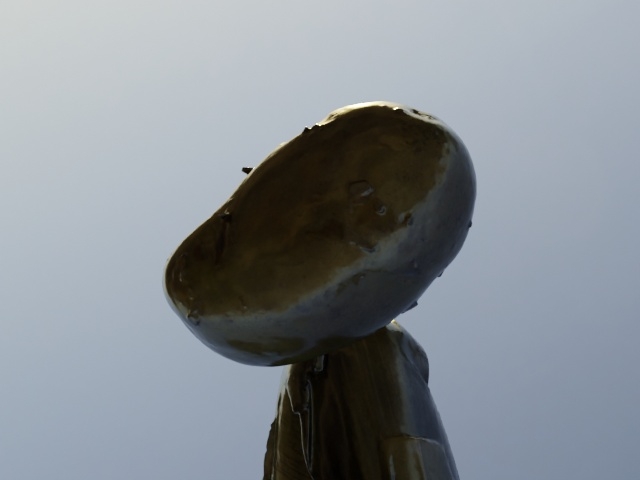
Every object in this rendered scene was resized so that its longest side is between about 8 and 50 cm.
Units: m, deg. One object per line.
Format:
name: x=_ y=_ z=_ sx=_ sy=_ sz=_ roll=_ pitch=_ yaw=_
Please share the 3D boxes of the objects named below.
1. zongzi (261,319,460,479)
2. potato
zongzi: x=0.066 y=0.283 z=1.315 sx=0.207 sy=0.404 sz=0.432 roll=-2 pitch=-176 yaw=-12
potato: x=0.000 y=0.000 z=1.057 sx=0.262 sy=0.165 sz=0.165 roll=-30 pitch=-151 yaw=23
